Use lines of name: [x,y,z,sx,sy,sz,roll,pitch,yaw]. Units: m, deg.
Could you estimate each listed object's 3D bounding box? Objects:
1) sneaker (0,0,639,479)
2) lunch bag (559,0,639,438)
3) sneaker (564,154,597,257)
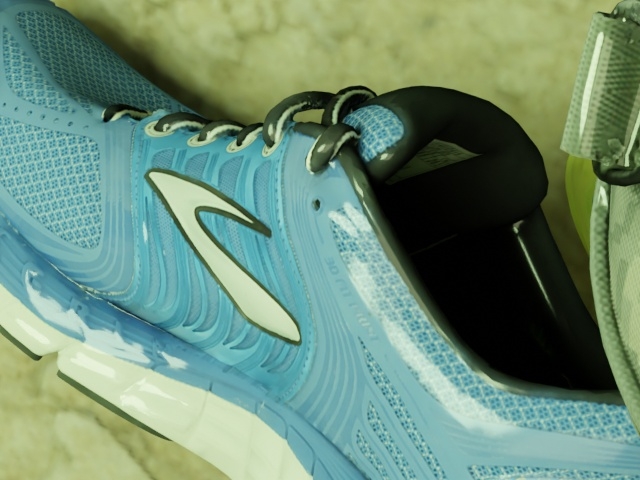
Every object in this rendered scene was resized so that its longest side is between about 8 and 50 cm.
sneaker: [0.000,0.000,0.537,0.330,0.130,0.147,37,116,27]
lunch bag: [0.223,0.038,0.319,0.305,0.256,0.212,17,100,-31]
sneaker: [0.155,0.066,0.552,0.091,0.126,0.240,-37,96,24]
